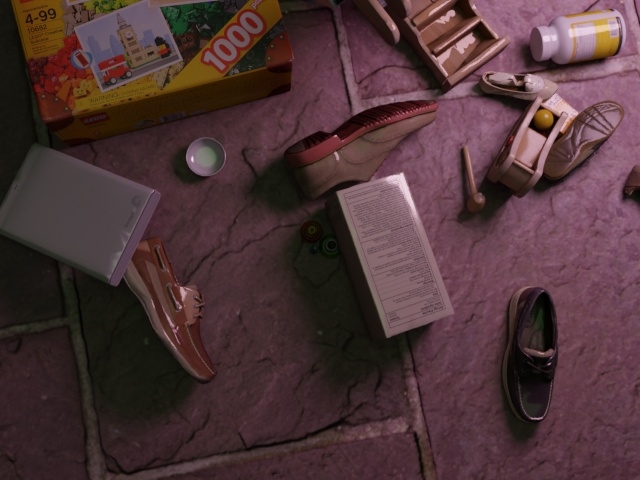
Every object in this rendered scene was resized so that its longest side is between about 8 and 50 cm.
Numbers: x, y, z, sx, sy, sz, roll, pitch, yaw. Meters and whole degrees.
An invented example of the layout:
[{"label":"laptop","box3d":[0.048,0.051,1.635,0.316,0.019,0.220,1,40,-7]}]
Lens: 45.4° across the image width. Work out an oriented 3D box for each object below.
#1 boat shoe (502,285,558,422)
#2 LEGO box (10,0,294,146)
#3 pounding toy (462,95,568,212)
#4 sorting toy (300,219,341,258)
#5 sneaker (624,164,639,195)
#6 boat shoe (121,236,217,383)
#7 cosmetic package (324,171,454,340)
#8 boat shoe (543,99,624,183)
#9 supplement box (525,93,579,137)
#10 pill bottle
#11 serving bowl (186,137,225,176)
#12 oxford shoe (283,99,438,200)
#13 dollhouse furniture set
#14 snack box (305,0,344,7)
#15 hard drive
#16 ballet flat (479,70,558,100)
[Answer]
[{"label":"boat shoe","box3d":[0.439,0.234,1.577,0.102,0.092,0.285,5,83,-3]},{"label":"LEGO box","box3d":[-0.340,-0.447,1.565,0.500,0.193,0.373,-16,84,-5]},{"label":"pounding toy","box3d":[0.389,-0.187,1.597,0.155,0.154,0.269,31,82,1]},{"label":"sorting toy","box3d":[0.000,0.000,1.605,0.102,0.042,0.061,34,82,1]},{"label":"sneaker","box3d":[0.753,-0.095,1.663,0.188,0.066,0.071,26,99,5]},{"label":"boat shoe","box3d":[-0.290,0.134,1.534,0.116,0.123,0.324,-32,87,-9]},{"label":"cosmetic package","box3d":[0.138,0.033,1.565,0.160,0.113,0.309,-16,85,-15]},{"label":"boat shoe","box3d":[0.561,-0.211,1.653,0.223,0.073,0.080,-44,69,-4]},{"label":"supplement box","box3d":[0.508,-0.282,1.675,0.098,0.036,0.062,42,82,2]},{"label":"pill bottle","box3d":[0.558,-0.441,1.665,0.184,0.103,0.103,-9,84,-5]},{"label":"serving bowl","box3d":[-0.242,-0.174,1.619,0.083,0.027,0.083,0,82,-3]},{"label":"oxford shoe","box3d":[0.099,-0.198,1.619,0.348,0.123,0.130,-23,111,-7]},{"label":"dollhouse furniture set","box3d":[0.273,-0.494,1.507,0.362,0.394,0.256,-37,87,-7]},{"label":"snack box","box3d":[0.106,-0.613,1.619,0.322,0.187,0.060,-37,121,-7]},{"label":"hard drive","box3d":[-0.495,-0.057,1.534,0.307,0.040,0.203,21,82,19]},{"label":"ballet flat","box3d":[0.427,-0.336,1.648,0.168,0.052,0.057,5,71,13]}]
